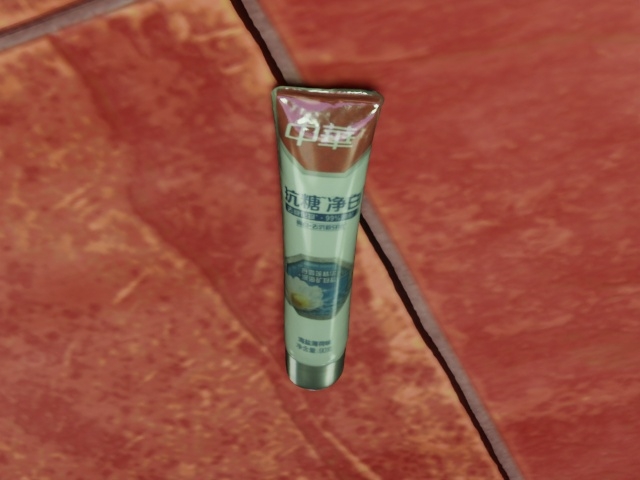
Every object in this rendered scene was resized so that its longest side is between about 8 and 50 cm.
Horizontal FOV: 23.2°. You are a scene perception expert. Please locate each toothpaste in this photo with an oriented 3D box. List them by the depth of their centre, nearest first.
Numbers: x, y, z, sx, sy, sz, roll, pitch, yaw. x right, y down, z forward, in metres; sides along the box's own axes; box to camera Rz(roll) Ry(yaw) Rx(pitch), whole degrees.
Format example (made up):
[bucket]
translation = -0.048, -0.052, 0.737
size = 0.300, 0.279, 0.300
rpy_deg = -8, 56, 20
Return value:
[toothpaste]
translation = 0.000, 0.000, 0.930
size = 0.062, 0.039, 0.239
rpy_deg = 4, 134, 1
